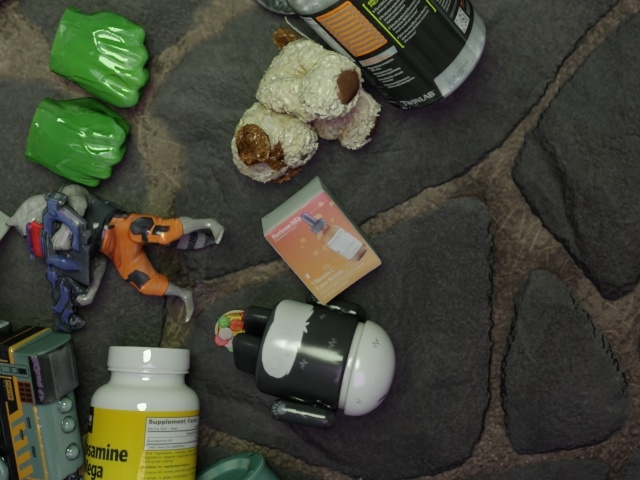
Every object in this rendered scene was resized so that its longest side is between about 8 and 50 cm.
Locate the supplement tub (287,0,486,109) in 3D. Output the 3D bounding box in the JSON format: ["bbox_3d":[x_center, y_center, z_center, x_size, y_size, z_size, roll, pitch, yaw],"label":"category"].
[{"bbox_3d":[0.081,-0.349,1.079,0.193,0.193,0.316,-45,128,10],"label":"supplement tub"}]

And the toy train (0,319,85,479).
[{"bbox_3d":[-0.500,0.298,1.283,0.190,0.142,0.334,2,104,23],"label":"toy train"}]

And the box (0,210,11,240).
[{"bbox_3d":[-0.622,0.053,1.102,0.168,0.345,0.215,40,102,-19],"label":"box"}]

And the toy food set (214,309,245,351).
[{"bbox_3d":[-0.154,0.167,1.381,0.082,0.020,0.083,-5,112,-5],"label":"toy food set"}]

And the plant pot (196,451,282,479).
[{"bbox_3d":[-0.142,0.556,1.417,0.271,0.271,0.255,-24,98,2],"label":"plant pot"}]

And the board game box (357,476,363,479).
[{"bbox_3d":[0.090,0.597,1.558,0.194,0.060,0.194,21,108,-14],"label":"board game box"}]

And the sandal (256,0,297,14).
[{"bbox_3d":[-0.029,-0.552,1.071,0.167,0.107,0.446,-2,112,-6],"label":"sandal"}]

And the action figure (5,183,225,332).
[{"bbox_3d":[-0.354,0.021,1.259,0.330,0.178,0.341,21,137,-8],"label":"action figure"}]

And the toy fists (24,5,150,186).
[{"bbox_3d":[-0.351,-0.217,1.170,0.142,0.096,0.279,22,108,-5],"label":"toy fists"}]

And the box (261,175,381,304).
[{"bbox_3d":[0.000,0.000,1.298,0.130,0.091,0.170,-37,111,8],"label":"box"}]

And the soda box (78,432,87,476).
[{"bbox_3d":[-0.449,0.463,1.435,0.058,0.061,0.181,-13,112,-1],"label":"soda box"}]

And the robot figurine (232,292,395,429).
[{"bbox_3d":[-0.009,0.202,1.300,0.278,0.173,0.209,13,91,8],"label":"robot figurine"}]

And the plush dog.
[{"bbox_3d":[-0.053,-0.193,1.170,0.210,0.262,0.225,39,93,15],"label":"plush dog"}]

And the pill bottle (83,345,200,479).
[{"bbox_3d":[-0.306,0.351,1.291,0.188,0.188,0.334,4,81,-9],"label":"pill bottle"}]
